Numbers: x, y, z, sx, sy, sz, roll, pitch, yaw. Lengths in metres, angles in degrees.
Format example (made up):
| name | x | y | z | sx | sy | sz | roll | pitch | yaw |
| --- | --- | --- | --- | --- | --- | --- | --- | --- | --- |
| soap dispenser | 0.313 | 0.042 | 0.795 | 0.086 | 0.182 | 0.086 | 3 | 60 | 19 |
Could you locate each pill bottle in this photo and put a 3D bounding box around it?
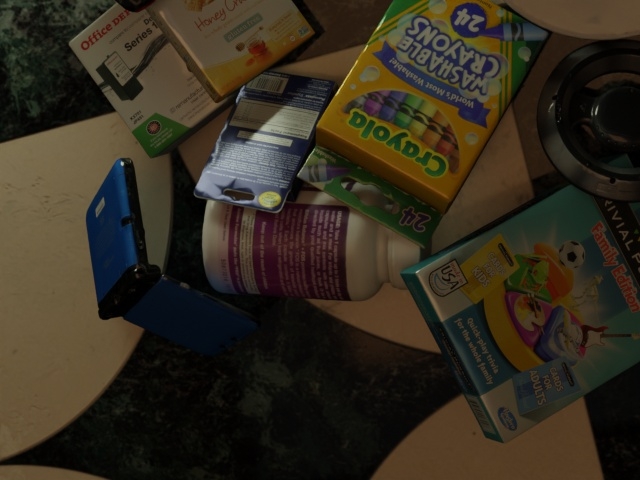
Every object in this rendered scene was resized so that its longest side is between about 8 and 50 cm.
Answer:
| name | x | y | z | sx | sy | sz | roll | pitch | yaw |
| --- | --- | --- | --- | --- | --- | --- | --- | --- | --- |
| pill bottle | 0.000 | 0.000 | 1.740 | 0.302 | 0.169 | 0.169 | 3 | 102 | 13 |

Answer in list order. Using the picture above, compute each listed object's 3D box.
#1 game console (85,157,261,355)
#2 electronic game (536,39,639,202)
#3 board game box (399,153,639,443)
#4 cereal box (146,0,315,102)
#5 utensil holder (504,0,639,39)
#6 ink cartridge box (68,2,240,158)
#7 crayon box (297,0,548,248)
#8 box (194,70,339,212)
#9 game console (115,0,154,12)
| name | x | y | z | sx | sy | sz | roll | pitch | yaw |
| --- | --- | --- | --- | --- | --- | --- | --- | --- | --- |
| game console | -0.218 | 0.033 | 1.771 | 0.173 | 0.293 | 0.250 | -5 | 78 | -21 |
| electronic game | 0.400 | -0.159 | 1.634 | 0.229 | 0.048 | 0.229 | -1 | 72 | 3 |
| board game box | 0.313 | 0.073 | 1.651 | 0.336 | 0.079 | 0.253 | -29 | 95 | -12 |
| cereal box | -0.146 | -0.334 | 1.724 | 0.173 | 0.047 | 0.240 | -38 | 93 | -18 |
| utensil holder | 0.339 | -0.394 | 1.465 | 0.328 | 0.385 | 0.327 | 3 | 103 | 12 |
| ink cartridge box | -0.237 | -0.247 | 1.786 | 0.153 | 0.087 | 0.208 | -36 | 91 | 17 |
| crayon box | 0.134 | -0.180 | 1.644 | 0.203 | 0.083 | 0.323 | 29 | 79 | 5 |
| box | -0.074 | -0.134 | 1.719 | 0.136 | 0.036 | 0.225 | 12 | 62 | 20 |
| game console | -0.276 | -0.545 | 1.675 | 0.386 | 0.060 | 0.342 | 41 | 79 | 3 |
